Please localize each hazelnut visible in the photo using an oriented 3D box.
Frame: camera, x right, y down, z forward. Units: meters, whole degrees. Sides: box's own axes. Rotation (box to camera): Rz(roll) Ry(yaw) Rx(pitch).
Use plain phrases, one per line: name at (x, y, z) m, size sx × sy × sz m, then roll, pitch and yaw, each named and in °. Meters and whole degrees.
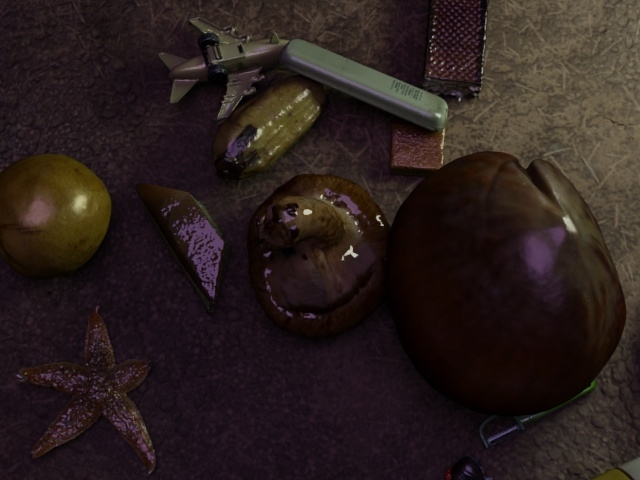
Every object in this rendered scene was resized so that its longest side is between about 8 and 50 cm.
hazelnut at (0.291, 0.060, 1.690) m, size 0.359 × 0.359 × 0.409 m, roll -15°, pitch 78°, yaw -4°

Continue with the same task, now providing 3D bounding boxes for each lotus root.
lotus root at (-0.090, -0.195, 1.891) m, size 0.258 × 0.097 × 0.110 m, roll -40°, pitch 120°, yaw -21°

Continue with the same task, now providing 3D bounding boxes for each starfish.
starfish at (-0.373, 0.261, 1.783) m, size 0.231 × 0.048 × 0.295 m, roll -21°, pitch 76°, yaw -16°

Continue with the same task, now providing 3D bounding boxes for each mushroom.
mushroom at (0.005, 0.024, 1.780) m, size 0.267 × 0.254 × 0.267 m, roll -1°, pitch 98°, yaw -11°

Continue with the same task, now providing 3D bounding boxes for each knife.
knife at (0.349, 0.268, 1.788) m, size 0.212 × 0.015 × 0.054 m, roll -25°, pitch 67°, yaw -6°

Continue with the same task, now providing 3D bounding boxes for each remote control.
remote control at (0.077, -0.269, 1.894) m, size 0.309 × 0.038 × 0.090 m, roll 22°, pitch 34°, yaw -1°

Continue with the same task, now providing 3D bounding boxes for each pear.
pear at (-0.443, -0.045, 1.798) m, size 0.209 × 0.209 × 0.209 m, roll 0°, pitch 73°, yaw 1°

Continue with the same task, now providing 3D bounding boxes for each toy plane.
toy plane at (-0.157, -0.314, 1.933) m, size 0.244 × 0.092 × 0.229 m, roll -17°, pitch 64°, yaw -1°

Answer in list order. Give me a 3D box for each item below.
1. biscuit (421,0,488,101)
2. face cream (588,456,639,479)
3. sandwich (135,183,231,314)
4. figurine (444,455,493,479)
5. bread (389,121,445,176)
biscuit at (0.239, -0.368, 1.953) m, size 0.106 × 0.070 × 0.252 m, roll 6°, pitch 74°, yaw 4°
face cream at (0.456, 0.449, 1.624) m, size 0.179 × 0.218 × 0.218 m, roll -23°, pitch 74°, yaw -5°
sandwich at (-0.215, -0.006, 1.837) m, size 0.096 × 0.094 × 0.258 m, roll -34°, pitch 77°, yaw -4°
figurine at (0.249, 0.388, 1.739) m, size 0.106 × 0.047 × 0.060 m, roll 42°, pitch 119°, yaw 6°
bread at (0.166, -0.158, 1.908) m, size 0.094 × 0.035 × 0.090 m, roll 5°, pitch 73°, yaw 2°
